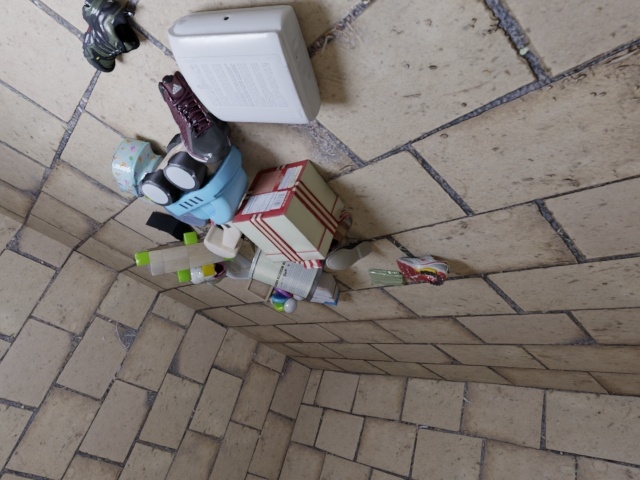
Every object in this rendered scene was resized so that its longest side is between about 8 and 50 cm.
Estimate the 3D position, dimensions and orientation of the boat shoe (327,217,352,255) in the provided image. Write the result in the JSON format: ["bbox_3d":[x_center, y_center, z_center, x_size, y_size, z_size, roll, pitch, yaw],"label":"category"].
[{"bbox_3d":[0.000,0.000,1.513,0.123,0.117,0.324,25,152,-12],"label":"boat shoe"}]

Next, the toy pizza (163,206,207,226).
[{"bbox_3d":[-0.573,-0.123,1.743,0.201,0.032,0.201,17,157,8],"label":"toy pizza"}]

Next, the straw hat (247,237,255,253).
[{"bbox_3d":[-0.273,-0.024,1.694,0.061,0.145,0.144,-24,150,-7],"label":"straw hat"}]

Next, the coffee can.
[{"bbox_3d":[-0.136,0.110,1.711,0.275,0.202,0.201,21,153,-3],"label":"coffee can"}]

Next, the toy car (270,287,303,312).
[{"bbox_3d":[-0.175,0.263,2.049,0.159,0.182,0.136,19,151,41],"label":"toy car"}]

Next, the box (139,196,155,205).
[{"bbox_3d":[-0.687,-0.200,1.669,0.179,0.043,0.105,-7,143,44],"label":"box"}]

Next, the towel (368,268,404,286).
[{"bbox_3d":[0.278,0.158,1.725,0.148,0.027,0.110,6,149,23],"label":"towel"}]

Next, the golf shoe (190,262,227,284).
[{"bbox_3d":[-0.498,0.151,1.952,0.140,0.115,0.306,-13,178,11],"label":"golf shoe"}]

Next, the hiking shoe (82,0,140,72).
[{"bbox_3d":[-0.501,-0.477,0.989,0.114,0.086,0.227,29,151,-11],"label":"hiking shoe"}]

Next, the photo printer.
[{"bbox_3d":[-0.174,-0.384,0.926,0.307,0.107,0.256,8,152,22],"label":"photo printer"}]

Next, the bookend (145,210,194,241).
[{"bbox_3d":[-0.689,-0.052,1.892,0.157,0.072,0.156,18,162,20],"label":"bookend"}]

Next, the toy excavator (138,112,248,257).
[{"bbox_3d":[-0.345,-0.117,1.330,0.432,0.223,0.445,-16,132,40],"label":"toy excavator"}]

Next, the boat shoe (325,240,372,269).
[{"bbox_3d":[0.095,0.053,1.500,0.065,0.206,0.075,7,114,56],"label":"boat shoe"}]

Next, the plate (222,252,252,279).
[{"bbox_3d":[-0.459,0.138,2.142,0.277,0.045,0.277,-4,145,39],"label":"plate"}]

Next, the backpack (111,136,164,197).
[{"bbox_3d":[-0.619,-0.251,1.394,0.144,0.166,0.188,16,156,3],"label":"backpack"}]

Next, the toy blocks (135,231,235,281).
[{"bbox_3d":[-0.593,0.058,1.762,0.381,0.191,0.260,-12,-171,-27],"label":"toy blocks"}]

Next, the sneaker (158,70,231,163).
[{"bbox_3d":[-0.335,-0.320,1.025,0.281,0.106,0.163,48,167,30],"label":"sneaker"}]

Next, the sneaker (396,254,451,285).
[{"bbox_3d":[0.374,0.099,1.494,0.225,0.092,0.088,15,139,48],"label":"sneaker"}]

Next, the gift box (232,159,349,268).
[{"bbox_3d":[-0.075,-0.068,1.290,0.276,0.255,0.258,1,146,39],"label":"gift box"}]

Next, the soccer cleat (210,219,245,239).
[{"bbox_3d":[-0.401,-0.080,1.644,0.116,0.109,0.318,15,155,16],"label":"soccer cleat"}]

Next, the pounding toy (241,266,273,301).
[{"bbox_3d":[-0.299,0.172,2.047,0.181,0.094,0.206,29,122,3],"label":"pounding toy"}]

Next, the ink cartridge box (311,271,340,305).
[{"bbox_3d":[0.000,0.226,1.963,0.148,0.086,0.203,8,150,19],"label":"ink cartridge box"}]
